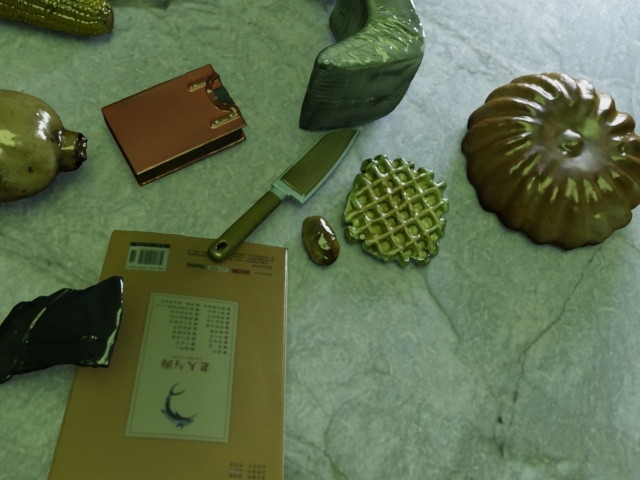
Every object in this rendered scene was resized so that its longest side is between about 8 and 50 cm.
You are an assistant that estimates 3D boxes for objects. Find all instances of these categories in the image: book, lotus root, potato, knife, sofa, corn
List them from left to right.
[{"bbox_3d":[-0.470,-0.130,0.920,0.284,0.146,0.160,1,88,-14],"label":"lotus root"},{"bbox_3d":[-0.444,-0.376,1.048,0.231,0.080,0.080,13,68,-6],"label":"corn"},{"bbox_3d":[-0.174,0.148,0.872,0.269,0.032,0.389,7,49,-8],"label":"book"},{"bbox_3d":[-0.044,-0.077,1.035,0.061,0.027,0.343,36,60,11],"label":"knife"},{"bbox_3d":[0.000,0.000,1.019,0.051,0.040,0.083,-17,75,-22],"label":"potato"},{"bbox_3d":[0.042,-0.319,1.060,0.176,0.210,0.225,-10,76,-13],"label":"sofa"}]

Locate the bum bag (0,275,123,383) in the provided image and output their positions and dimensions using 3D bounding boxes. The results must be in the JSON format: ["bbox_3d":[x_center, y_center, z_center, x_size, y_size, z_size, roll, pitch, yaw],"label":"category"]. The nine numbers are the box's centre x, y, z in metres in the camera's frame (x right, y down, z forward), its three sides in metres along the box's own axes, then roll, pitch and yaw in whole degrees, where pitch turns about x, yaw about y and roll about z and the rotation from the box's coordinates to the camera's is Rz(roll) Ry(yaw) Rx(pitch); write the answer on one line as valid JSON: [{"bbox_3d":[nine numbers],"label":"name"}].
[{"bbox_3d":[-0.331,0.116,0.834,0.248,0.060,0.123,-8,51,27],"label":"bum bag"}]

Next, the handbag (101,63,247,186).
[{"bbox_3d":[-0.222,-0.181,1.035,0.190,0.063,0.127,-28,77,-15],"label":"handbag"}]

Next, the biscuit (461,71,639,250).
[{"bbox_3d":[0.404,-0.148,1.126,0.326,0.107,0.325,2,71,-7],"label":"biscuit"}]

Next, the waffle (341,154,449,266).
[{"bbox_3d":[0.124,-0.049,1.065,0.169,0.036,0.183,21,69,-6],"label":"waffle"}]
